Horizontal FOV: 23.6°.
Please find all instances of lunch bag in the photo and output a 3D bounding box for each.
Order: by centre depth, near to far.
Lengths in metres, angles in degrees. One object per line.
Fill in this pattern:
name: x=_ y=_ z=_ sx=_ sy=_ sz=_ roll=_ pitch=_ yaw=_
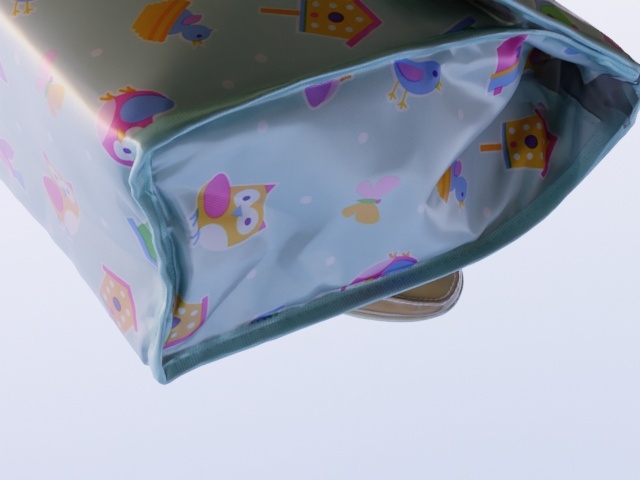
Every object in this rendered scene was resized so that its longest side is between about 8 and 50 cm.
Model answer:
lunch bag: x=-0.012 y=-0.085 z=0.700 sx=0.262 sy=0.160 sz=0.223 roll=-23 pitch=-137 yaw=-22

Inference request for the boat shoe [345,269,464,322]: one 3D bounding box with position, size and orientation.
boat shoe: x=0.000 y=0.000 z=0.947 sx=0.190 sy=0.072 sz=0.068 roll=16 pitch=-110 yaw=0
